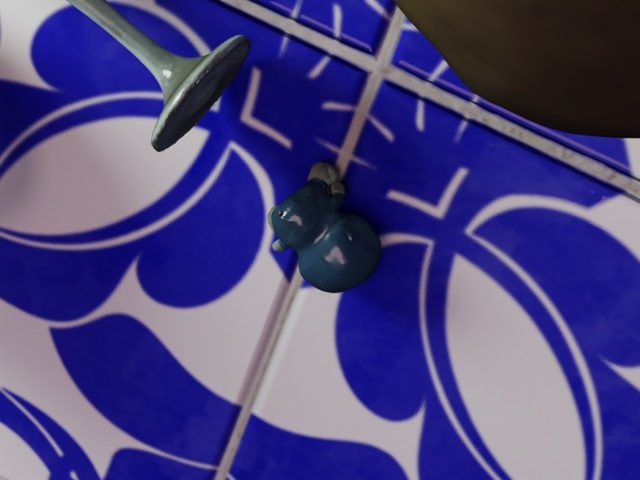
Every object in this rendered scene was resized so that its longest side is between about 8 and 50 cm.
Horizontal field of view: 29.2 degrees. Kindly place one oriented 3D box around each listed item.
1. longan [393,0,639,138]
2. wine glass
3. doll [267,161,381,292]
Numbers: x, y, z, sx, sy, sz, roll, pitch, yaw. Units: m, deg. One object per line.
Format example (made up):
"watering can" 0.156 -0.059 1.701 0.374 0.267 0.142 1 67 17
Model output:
"longan" 0.159 -0.191 0.574 0.297 0.297 0.297 8 114 18
"wine glass" -0.246 -0.133 0.792 0.309 0.264 0.096 40 163 2
"doll" 0.000 0.000 0.853 0.083 0.050 0.076 46 124 -4
